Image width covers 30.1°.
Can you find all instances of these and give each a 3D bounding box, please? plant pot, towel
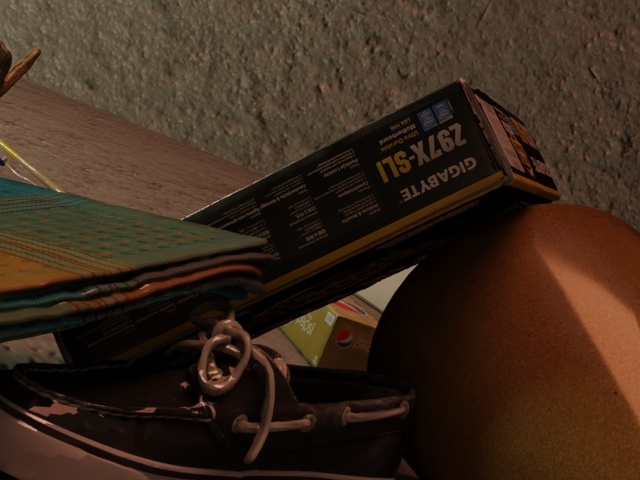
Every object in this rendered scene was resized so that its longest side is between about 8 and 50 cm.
[{"bbox_3d":[0.181,0.136,0.765,0.237,0.237,0.254,19,20,-26],"label":"plant pot"},{"bbox_3d":[-0.236,0.011,0.624,0.271,0.040,0.370,13,13,32],"label":"towel"}]

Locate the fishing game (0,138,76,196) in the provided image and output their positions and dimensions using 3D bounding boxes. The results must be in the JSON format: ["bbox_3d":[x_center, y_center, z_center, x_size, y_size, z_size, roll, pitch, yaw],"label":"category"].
[{"bbox_3d":[-0.354,-0.049,1.001,0.189,0.041,0.264,32,26,30],"label":"fishing game"}]

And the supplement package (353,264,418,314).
[{"bbox_3d":[0.151,0.028,1.349,0.175,0.177,0.293,34,2,20],"label":"supplement package"}]

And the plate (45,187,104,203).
[{"bbox_3d":[-0.253,-0.024,1.325,0.188,0.024,0.188,22,6,-2],"label":"plate"}]

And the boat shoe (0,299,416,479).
[{"bbox_3d":[-0.059,0.095,0.683,0.306,0.105,0.113,18,8,-37],"label":"boat shoe"}]

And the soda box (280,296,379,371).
[{"bbox_3d":[0.005,0.082,1.195,0.061,0.058,0.181,20,8,-21],"label":"soda box"}]

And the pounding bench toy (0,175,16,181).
[{"bbox_3d":[-0.327,-0.045,1.121,0.065,0.052,0.083,24,7,15],"label":"pounding bench toy"}]

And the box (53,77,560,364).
[{"bbox_3d":[0.000,0.000,0.863,0.079,0.322,0.257,66,15,6],"label":"box"}]

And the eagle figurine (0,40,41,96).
[{"bbox_3d":[-0.496,-0.203,1.286,0.298,0.225,0.226,33,19,-6],"label":"eagle figurine"}]
